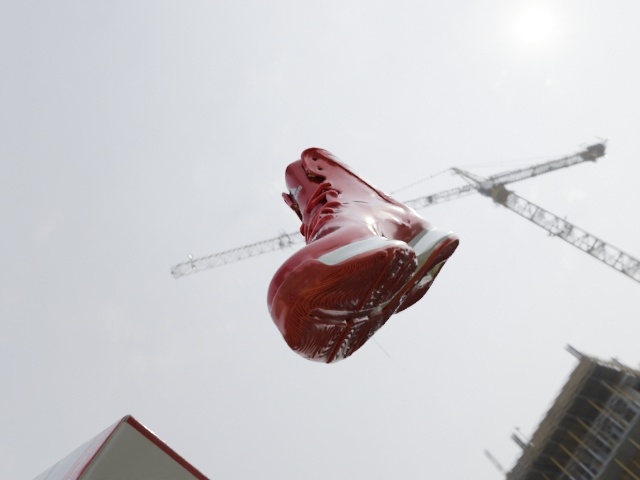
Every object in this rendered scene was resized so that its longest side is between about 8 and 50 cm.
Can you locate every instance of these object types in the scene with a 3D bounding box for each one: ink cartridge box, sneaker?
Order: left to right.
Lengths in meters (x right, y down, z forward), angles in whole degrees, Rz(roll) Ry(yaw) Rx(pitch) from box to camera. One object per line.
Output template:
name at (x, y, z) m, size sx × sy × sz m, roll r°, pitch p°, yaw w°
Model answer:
ink cartridge box at (-0.197, 0.305, 0.627) m, size 0.197 × 0.114 × 0.272 m, roll 43°, pitch -49°, yaw -11°
sneaker at (0.000, 0.000, 0.427) m, size 0.087 × 0.128 × 0.221 m, roll -59°, pitch -20°, yaw 15°
